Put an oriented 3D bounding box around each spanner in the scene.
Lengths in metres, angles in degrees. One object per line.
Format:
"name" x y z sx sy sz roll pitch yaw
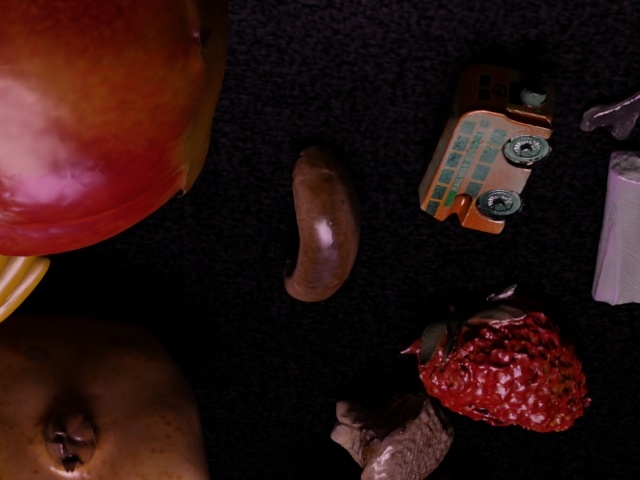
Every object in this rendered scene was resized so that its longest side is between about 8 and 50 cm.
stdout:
"spanner" 0.335 -0.157 1.613 0.054 0.015 0.254 29 136 -30

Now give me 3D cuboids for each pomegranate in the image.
"pomegranate" -0.269 0.223 1.888 0.342 0.342 0.342 2 141 2

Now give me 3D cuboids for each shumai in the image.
"shumai" 0.072 0.216 2.042 0.116 0.145 0.145 34 154 31

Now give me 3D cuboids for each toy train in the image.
"toy train" 0.155 -0.089 1.673 0.099 0.072 0.188 15 141 -4

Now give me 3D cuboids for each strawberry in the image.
"strawberry" 0.195 0.157 1.952 0.174 0.098 0.228 -15 137 24

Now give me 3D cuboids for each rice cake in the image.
"rice cake" 0.314 -0.011 1.777 0.080 0.042 0.222 4 143 7

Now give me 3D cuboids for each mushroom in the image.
"mushroom" 0.002 0.001 1.786 0.072 0.094 0.210 7 137 1

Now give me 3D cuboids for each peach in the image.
"peach" -0.260 -0.156 1.412 0.370 0.370 0.370 2 141 2

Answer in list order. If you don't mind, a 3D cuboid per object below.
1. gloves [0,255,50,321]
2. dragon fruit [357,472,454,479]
"gloves" -0.379 0.068 1.759 0.294 0.116 0.133 -41 165 23
"dragon fruit" 0.078 0.336 2.161 0.205 0.152 0.317 -51 157 24
